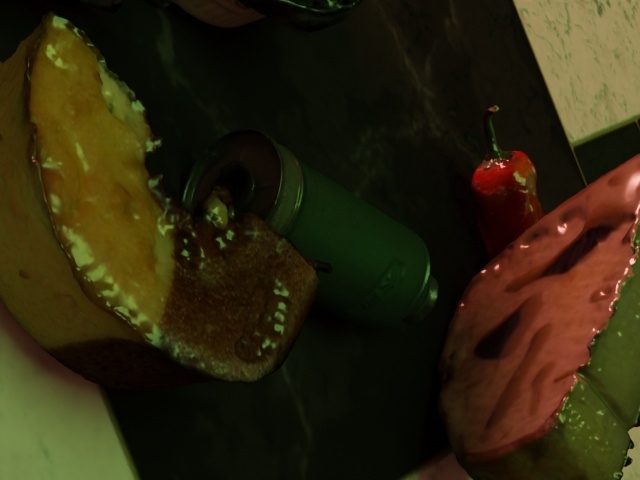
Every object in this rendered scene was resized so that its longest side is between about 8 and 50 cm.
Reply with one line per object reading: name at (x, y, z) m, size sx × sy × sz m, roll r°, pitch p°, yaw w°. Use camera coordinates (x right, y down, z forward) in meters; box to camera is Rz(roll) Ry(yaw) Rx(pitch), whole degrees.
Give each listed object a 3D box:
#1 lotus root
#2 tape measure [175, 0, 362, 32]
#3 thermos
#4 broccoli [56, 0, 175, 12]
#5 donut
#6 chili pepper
lotus root at (0.155, 0.060, 1.194) m, size 0.074 × 0.170 × 0.261 m, roll 41°, pitch 52°, yaw -26°
tape measure at (-0.022, -0.256, 1.150) m, size 0.231 × 0.133 × 0.271 m, roll 61°, pitch 31°, yaw -11°
thermos at (0.001, 0.004, 1.097) m, size 0.187 × 0.083 × 0.073 m, roll 31°, pitch 70°, yaw -46°
broccoli at (-0.153, -0.264, 0.978) m, size 0.304 × 0.145 × 0.165 m, roll 60°, pitch 27°, yaw 10°
donut at (-0.103, 0.003, 0.923) m, size 0.217 × 0.085 × 0.141 m, roll 49°, pitch 38°, yaw -27°
chili pepper at (0.141, -0.006, 1.318) m, size 0.059 × 0.050 × 0.191 m, roll -42°, pitch 120°, yaw -59°
